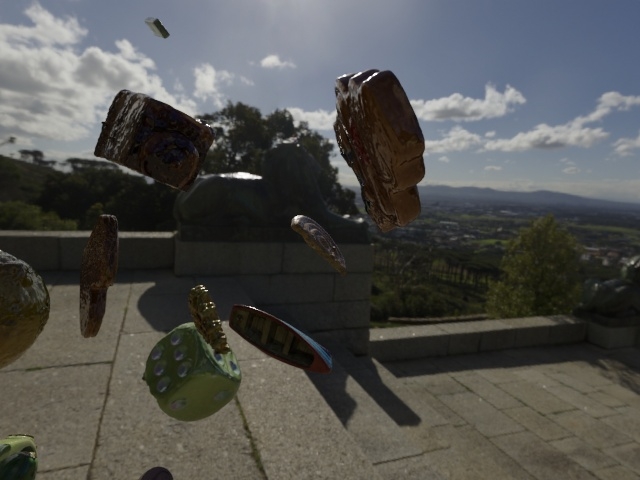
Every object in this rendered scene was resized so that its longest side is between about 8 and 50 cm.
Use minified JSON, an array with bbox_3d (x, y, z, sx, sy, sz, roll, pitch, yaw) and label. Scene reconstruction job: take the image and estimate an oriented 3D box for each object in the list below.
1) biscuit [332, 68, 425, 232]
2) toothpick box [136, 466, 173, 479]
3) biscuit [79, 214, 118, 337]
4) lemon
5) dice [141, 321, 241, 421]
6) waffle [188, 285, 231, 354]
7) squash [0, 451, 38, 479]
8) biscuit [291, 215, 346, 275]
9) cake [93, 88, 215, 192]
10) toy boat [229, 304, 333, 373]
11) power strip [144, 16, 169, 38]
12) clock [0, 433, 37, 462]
[{"bbox_3d":[0.065,-0.110,0.544,0.047,0.202,0.334,-24,-2,-1],"label":"biscuit"},{"bbox_3d":[-0.504,0.735,1.216,0.098,0.099,0.149,-5,-32,-45],"label":"toothpick box"},{"bbox_3d":[-0.571,0.096,1.080,0.052,0.262,0.277,7,-37,-40],"label":"biscuit"},{"bbox_3d":[-0.552,0.118,0.664,0.192,0.231,0.192,40,10,-9],"label":"lemon"},{"bbox_3d":[-0.451,0.470,1.484,0.252,0.254,0.250,51,-1,45],"label":"dice"},{"bbox_3d":[-0.240,0.182,0.884,0.046,0.161,0.192,-18,47,-26],"label":"waffle"},{"bbox_3d":[-0.567,0.450,0.682,0.219,0.077,0.068,-43,35,-25],"label":"squash"},{"bbox_3d":[0.001,-0.001,1.213,0.033,0.224,0.145,-37,22,18],"label":"biscuit"},{"bbox_3d":[-0.397,-0.244,1.011,0.196,0.199,0.293,25,-2,-44],"label":"cake"},{"bbox_3d":[-0.125,0.317,1.341,0.391,0.136,0.079,22,18,20],"label":"toy boat"},{"bbox_3d":[-0.364,-0.473,0.921,0.090,0.016,0.040,38,-11,45],"label":"power strip"},{"bbox_3d":[-0.697,0.540,0.882,0.096,0.235,0.308,5,-14,-12],"label":"clock"}]
